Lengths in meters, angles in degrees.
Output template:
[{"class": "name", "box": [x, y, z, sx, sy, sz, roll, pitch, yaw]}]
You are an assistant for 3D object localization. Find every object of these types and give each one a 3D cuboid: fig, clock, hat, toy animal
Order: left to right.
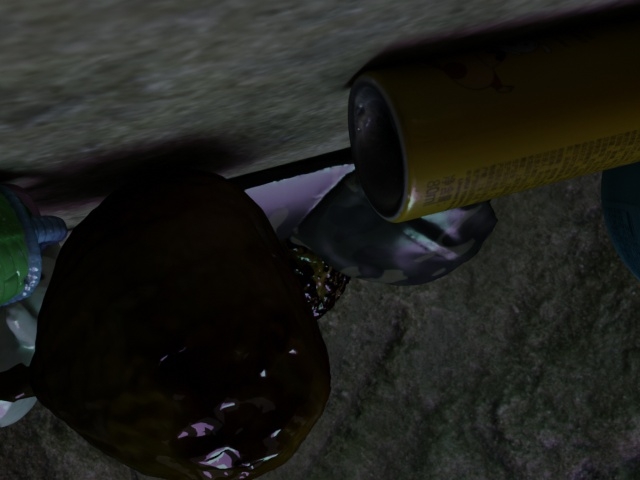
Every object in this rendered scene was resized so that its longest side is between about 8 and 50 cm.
[{"class": "clock", "box": [-0.284, 0.021, 0.552, 0.193, 0.100, 0.195, -16, 180, 8]}, {"class": "toy animal", "box": [-0.362, 0.080, 0.940, 0.140, 0.283, 0.138, 15, 167, 30]}, {"class": "fig", "box": [-0.180, 0.108, 0.717, 0.368, 0.286, 0.286, -22, 177, 12]}, {"class": "hat", "box": [0.000, 0.000, 1.017, 0.381, 0.257, 0.366, -34, 178, -4]}]

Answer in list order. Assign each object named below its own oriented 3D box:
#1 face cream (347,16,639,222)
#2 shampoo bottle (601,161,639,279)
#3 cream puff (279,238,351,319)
[{"class": "face cream", "box": [0.198, -0.101, 0.561, 0.348, 0.105, 0.105, -14, 179, -16]}, {"class": "shampoo bottle", "box": [0.475, -0.054, 0.784, 0.331, 0.331, 0.342, -15, 179, 11]}, {"class": "cream puff", "box": [-0.042, 0.047, 1.350, 0.164, 0.239, 0.239, 29, -156, 30]}]
